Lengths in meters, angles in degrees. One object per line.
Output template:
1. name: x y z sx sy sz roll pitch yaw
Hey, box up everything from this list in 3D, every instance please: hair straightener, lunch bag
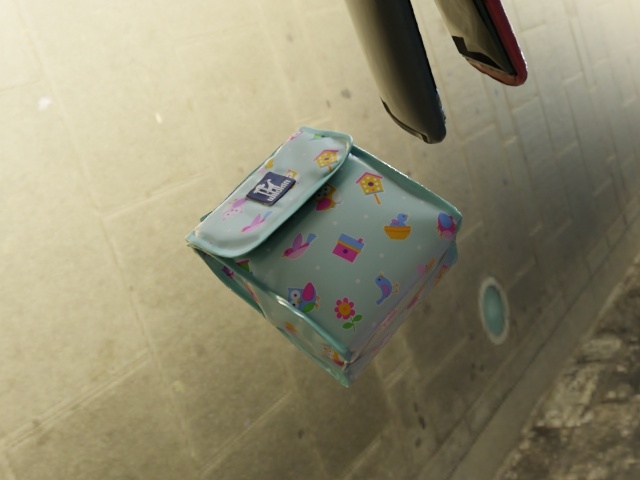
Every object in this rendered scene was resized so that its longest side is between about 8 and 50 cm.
1. hair straightener: -0.006 -0.118 0.282 0.089 0.047 0.230 -38 130 -7
2. lunch bag: 0.000 0.000 1.053 0.223 0.262 0.160 -47 161 -16
